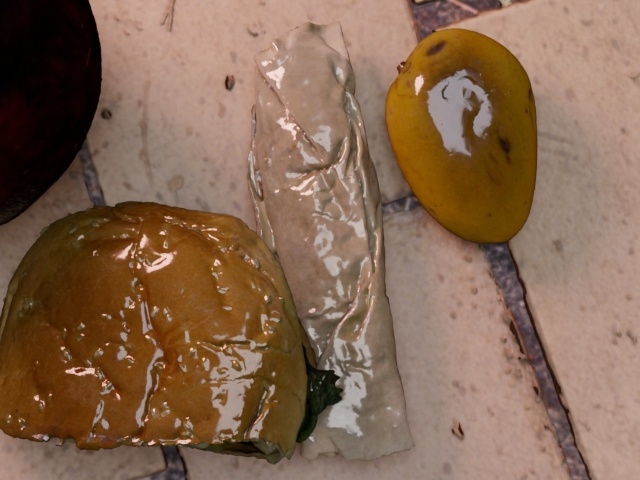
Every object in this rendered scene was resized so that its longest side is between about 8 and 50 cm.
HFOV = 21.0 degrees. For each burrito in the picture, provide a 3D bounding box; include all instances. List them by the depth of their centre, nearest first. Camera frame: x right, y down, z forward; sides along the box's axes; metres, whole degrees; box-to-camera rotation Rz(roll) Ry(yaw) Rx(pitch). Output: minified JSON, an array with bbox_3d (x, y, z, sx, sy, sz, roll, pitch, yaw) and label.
[{"bbox_3d":[0.000,0.000,1.514,0.117,0.076,0.392,-8,81,-3],"label":"burrito"}]

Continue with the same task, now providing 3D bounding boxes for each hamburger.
[{"bbox_3d":[-0.136,0.074,1.440,0.309,0.132,0.211,4,82,16],"label":"hamburger"}]

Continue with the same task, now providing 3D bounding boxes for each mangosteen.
[{"bbox_3d":[-0.339,-0.159,1.452,0.306,0.359,0.306,-4,114,-10],"label":"mangosteen"}]

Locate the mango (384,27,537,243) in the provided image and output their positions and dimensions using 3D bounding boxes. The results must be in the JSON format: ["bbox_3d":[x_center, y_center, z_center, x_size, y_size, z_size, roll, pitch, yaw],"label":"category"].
[{"bbox_3d":[0.132,-0.091,1.530,0.137,0.098,0.195,-21,86,-11],"label":"mango"}]
